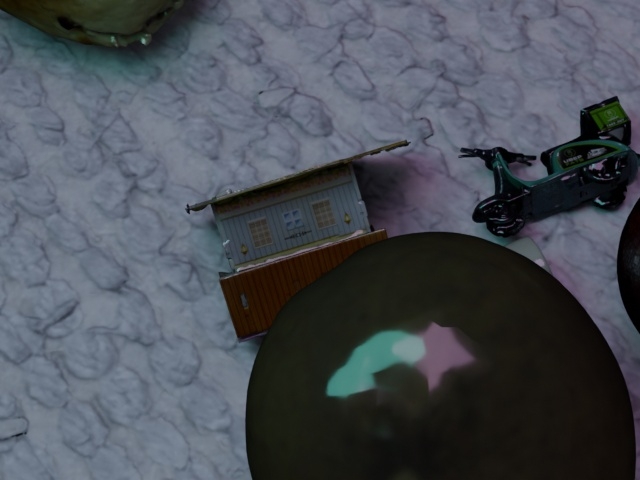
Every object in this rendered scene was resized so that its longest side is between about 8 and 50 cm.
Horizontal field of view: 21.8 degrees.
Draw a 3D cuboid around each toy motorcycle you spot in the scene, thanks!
[{"bbox_3d":[0.213,-0.063,1.533,0.173,0.058,0.100,-21,52,-5],"label":"toy motorcycle"}]

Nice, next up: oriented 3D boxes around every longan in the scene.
[{"bbox_3d":[0.094,0.153,1.292,0.318,0.319,0.319,-4,60,7],"label":"longan"}]

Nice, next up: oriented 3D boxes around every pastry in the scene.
[{"bbox_3d":[-0.234,-0.296,1.682,0.256,0.170,0.237,16,44,23],"label":"pastry"}]

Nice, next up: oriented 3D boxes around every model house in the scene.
[{"bbox_3d":[0.000,0.000,1.502,0.219,0.207,0.136,-16,91,-4],"label":"model house"}]

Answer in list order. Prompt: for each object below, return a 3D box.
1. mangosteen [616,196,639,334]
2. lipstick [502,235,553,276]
[{"bbox_3d":[0.351,0.059,1.374,0.235,0.235,0.261,22,108,20],"label":"mangosteen"},{"bbox_3d":[0.081,0.076,1.464,0.254,0.070,0.070,-23,60,-4],"label":"lipstick"}]
